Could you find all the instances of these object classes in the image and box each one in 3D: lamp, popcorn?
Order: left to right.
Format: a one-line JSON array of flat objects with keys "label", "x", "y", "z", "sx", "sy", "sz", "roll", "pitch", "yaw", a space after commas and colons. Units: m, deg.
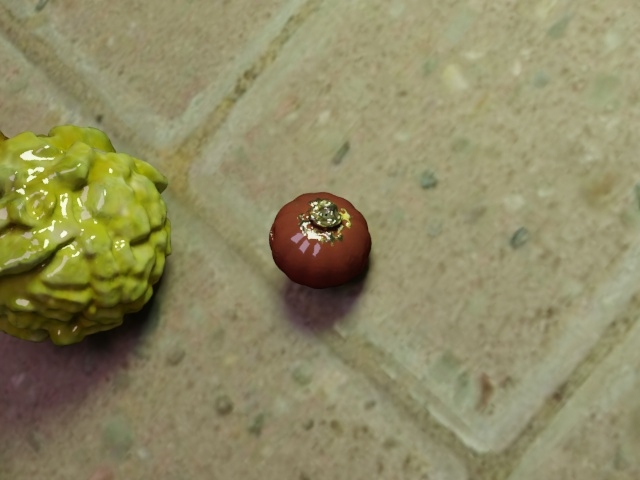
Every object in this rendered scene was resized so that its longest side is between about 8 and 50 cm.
[{"label": "popcorn", "x": -0.279, "y": -0.018, "z": 1.969, "sx": 0.259, "sy": 0.212, "sz": 0.259, "roll": -6, "pitch": 74, "yaw": 21}, {"label": "lamp", "x": 0.000, "y": 0.000, "z": 1.874, "sx": 0.101, "sy": 0.090, "sz": 0.101, "roll": 2, "pitch": 56, "yaw": -4}]
